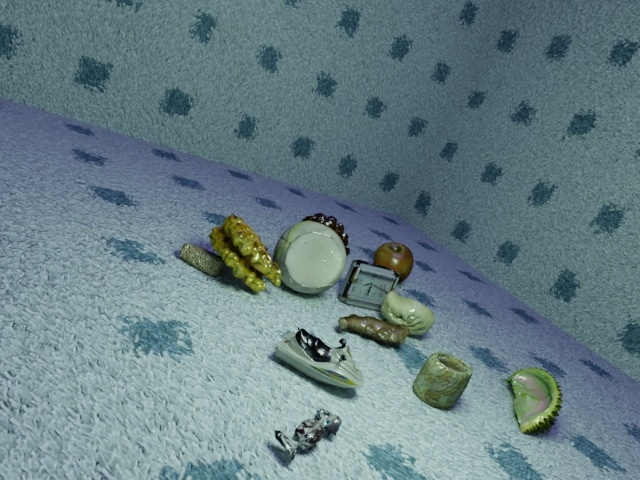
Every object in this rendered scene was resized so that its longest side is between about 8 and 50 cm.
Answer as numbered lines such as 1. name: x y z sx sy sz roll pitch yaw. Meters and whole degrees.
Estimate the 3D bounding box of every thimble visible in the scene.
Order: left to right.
1. thimble: 0.410 0.460 1.598 0.190 0.143 0.137 16 17 -28

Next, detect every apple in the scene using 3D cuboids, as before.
1. apple: 0.391 0.127 2.604 0.237 0.207 0.237 6 25 -3

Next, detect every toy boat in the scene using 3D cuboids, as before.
1. toy boat: 0.007 0.339 1.431 0.269 0.141 0.141 13 13 14

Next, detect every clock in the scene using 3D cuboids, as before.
1. clock: 0.208 0.194 2.094 0.253 0.186 0.083 16 12 -29

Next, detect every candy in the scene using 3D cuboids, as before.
1. candy: -0.029 0.454 1.154 0.094 0.051 0.226 20 10 27

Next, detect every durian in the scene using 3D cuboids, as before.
1. durian: 0.780 0.572 1.780 0.169 0.158 0.352 14 18 8

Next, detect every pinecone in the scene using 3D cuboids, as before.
1. pinecone: 0.002 -0.007 2.332 0.298 0.242 0.296 15 19 -10

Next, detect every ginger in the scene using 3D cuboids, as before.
1. ginger: 0.202 0.333 1.841 0.333 0.080 0.166 13 3 -16

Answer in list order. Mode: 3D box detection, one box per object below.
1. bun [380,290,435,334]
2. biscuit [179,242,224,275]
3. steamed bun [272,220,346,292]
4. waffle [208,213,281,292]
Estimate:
1. bun: 0.355 0.312 2.028 0.229 0.145 0.229 30 -15 9
2. biscuit: -0.433 0.066 1.781 0.168 0.070 0.082 26 7 12
3. steamed bun: -0.050 0.067 1.978 0.309 0.309 0.309 22 16 -7
4. waffle: -0.282 0.043 1.815 0.261 0.151 0.324 53 -5 -33
